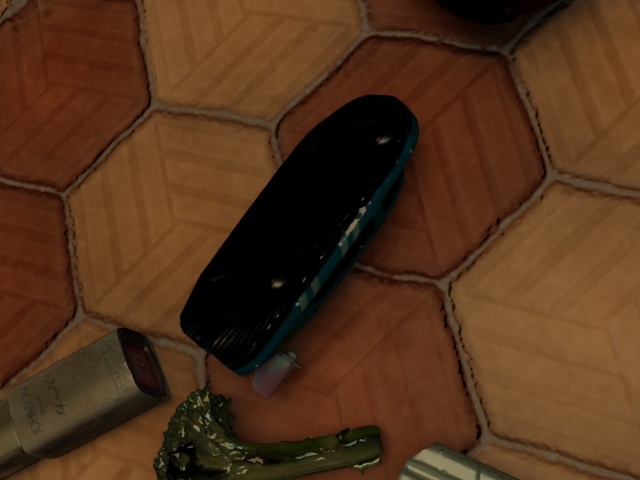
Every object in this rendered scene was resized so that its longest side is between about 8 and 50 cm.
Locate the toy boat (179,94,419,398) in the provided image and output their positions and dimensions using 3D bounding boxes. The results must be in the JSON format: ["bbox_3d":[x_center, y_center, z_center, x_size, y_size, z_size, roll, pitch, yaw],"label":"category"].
[{"bbox_3d":[0.000,0.000,0.802,0.299,0.092,0.134,-53,37,-10],"label":"toy boat"}]

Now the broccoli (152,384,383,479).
[{"bbox_3d":[-0.046,0.195,0.757,0.204,0.118,0.122,-3,47,0],"label":"broccoli"}]

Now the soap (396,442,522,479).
[{"bbox_3d":[0.150,0.255,0.686,0.198,0.066,0.119,21,80,21],"label":"soap"}]

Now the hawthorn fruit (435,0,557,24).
[{"bbox_3d":[0.181,-0.326,0.777,0.249,0.215,0.215,-32,68,7],"label":"hawthorn fruit"}]

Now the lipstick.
[{"bbox_3d":[-0.279,0.180,0.834,0.252,0.077,0.079,-29,68,7],"label":"lipstick"}]
